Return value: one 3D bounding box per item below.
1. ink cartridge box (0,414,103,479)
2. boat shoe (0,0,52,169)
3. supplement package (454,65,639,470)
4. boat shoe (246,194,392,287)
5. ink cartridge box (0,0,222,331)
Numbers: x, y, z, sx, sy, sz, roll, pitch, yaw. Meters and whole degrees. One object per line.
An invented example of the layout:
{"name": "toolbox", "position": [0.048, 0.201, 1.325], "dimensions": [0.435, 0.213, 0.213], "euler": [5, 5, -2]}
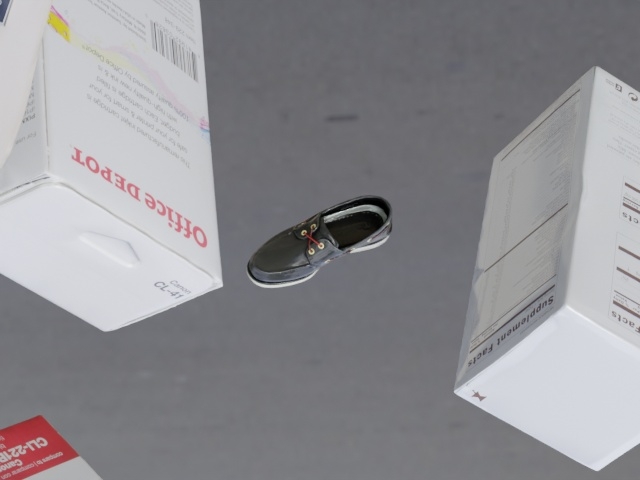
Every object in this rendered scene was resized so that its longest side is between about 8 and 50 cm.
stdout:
{"name": "ink cartridge box", "position": [-0.249, 0.334, 1.679], "dimensions": [0.114, 0.273, 0.197], "euler": [-19, 145, -53]}
{"name": "boat shoe", "position": [-0.210, -0.198, 0.986], "dimensions": [0.158, 0.340, 0.127], "euler": [16, 171, 37]}
{"name": "supplement package", "position": [0.203, 0.020, 1.320], "dimensions": [0.134, 0.244, 0.139], "euler": [29, 137, -17]}
{"name": "boat shoe", "position": [-0.001, -0.002, 1.494], "dimensions": [0.133, 0.049, 0.042], "euler": [-22, 157, -14]}
{"name": "ink cartridge box", "position": [-0.202, -0.112, 1.472], "dimensions": [0.131, 0.306, 0.226], "euler": [-22, 145, 26]}
